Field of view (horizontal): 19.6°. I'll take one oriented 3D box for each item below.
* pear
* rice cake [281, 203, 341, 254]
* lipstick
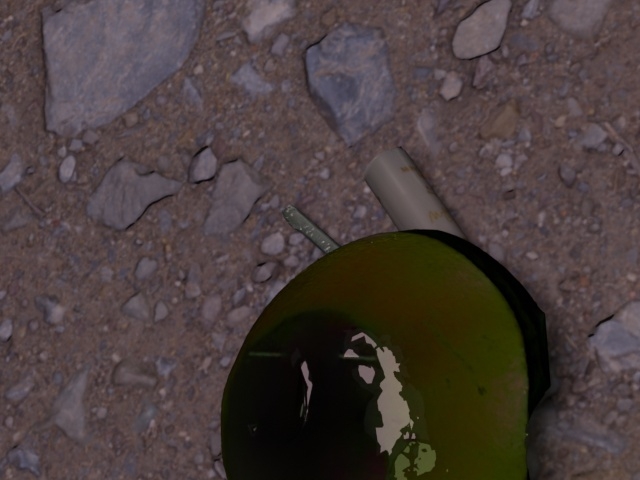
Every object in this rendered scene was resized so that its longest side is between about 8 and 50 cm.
[{"bbox_3d":[0.032,0.175,1.876,0.399,0.165,0.398,-7,78,36],"label":"pear"},{"bbox_3d":[0.000,0.000,2.068,0.021,0.022,0.121,-46,59,-2],"label":"rice cake"},{"bbox_3d":[0.132,0.011,1.972,0.059,0.059,0.264,-40,59,12],"label":"lipstick"}]
